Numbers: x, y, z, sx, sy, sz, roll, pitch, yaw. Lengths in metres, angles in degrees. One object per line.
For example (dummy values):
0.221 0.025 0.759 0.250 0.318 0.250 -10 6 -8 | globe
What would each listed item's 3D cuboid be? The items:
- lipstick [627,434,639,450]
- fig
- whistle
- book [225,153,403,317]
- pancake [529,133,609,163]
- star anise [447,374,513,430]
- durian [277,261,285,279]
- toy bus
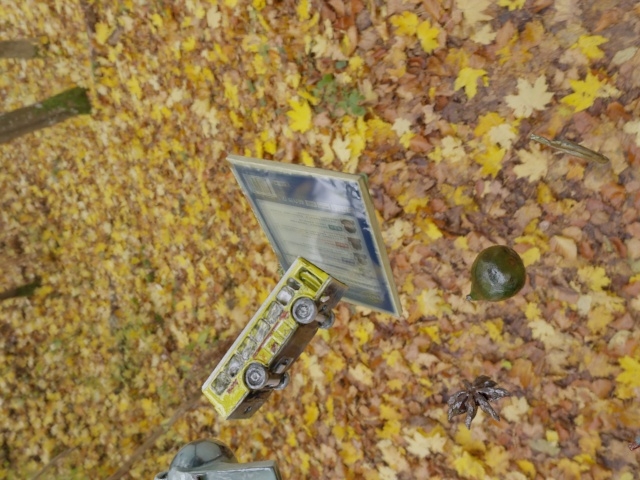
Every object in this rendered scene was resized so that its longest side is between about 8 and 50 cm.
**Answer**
0.508 0.305 0.841 0.025 0.025 0.107 3 142 -6 | lipstick
0.365 0.084 1.156 0.117 0.117 0.177 39 154 14 | fig
-0.208 0.488 1.128 0.290 0.163 0.163 -7 110 9 | whistle
0.000 0.000 0.854 0.229 0.018 0.322 14 146 29 | book
0.520 -0.200 1.157 0.184 0.191 0.020 31 106 31 | pancake
0.309 0.317 1.089 0.141 0.141 0.042 -19 113 40 | star anise
-0.019 0.105 1.647 0.237 0.176 0.200 23 151 -16 | durian
-0.055 0.132 0.717 0.074 0.081 0.226 36 92 29 | toy bus
